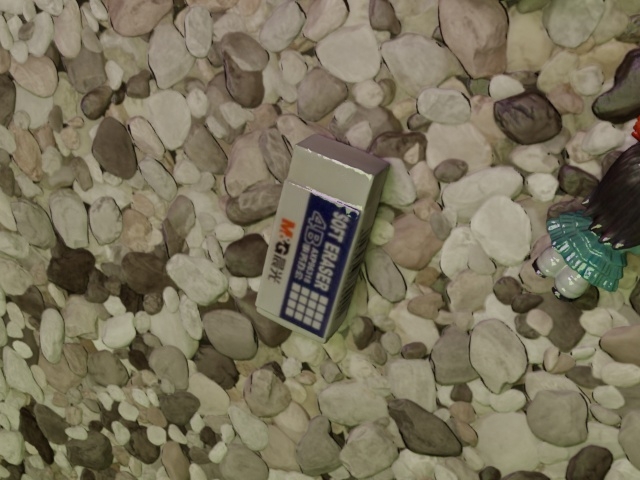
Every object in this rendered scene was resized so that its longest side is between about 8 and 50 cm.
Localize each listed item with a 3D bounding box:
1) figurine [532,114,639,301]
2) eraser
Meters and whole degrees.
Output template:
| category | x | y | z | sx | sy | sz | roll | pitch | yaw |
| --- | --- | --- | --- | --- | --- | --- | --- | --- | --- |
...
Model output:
| category | x | y | z | sx | sy | sz | roll | pitch | yaw |
| --- | --- | --- | --- | --- | --- | --- | --- | --- | --- |
| figurine | 0.353 | -0.030 | 0.994 | 0.137 | 0.110 | 0.245 | 54 | 130 | 18 |
| eraser | 0.000 | 0.000 | 1.185 | 0.124 | 0.081 | 0.278 | 24 | 119 | 16 |
